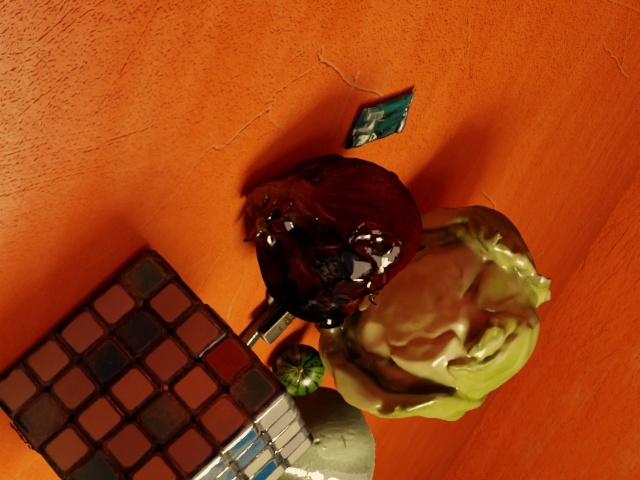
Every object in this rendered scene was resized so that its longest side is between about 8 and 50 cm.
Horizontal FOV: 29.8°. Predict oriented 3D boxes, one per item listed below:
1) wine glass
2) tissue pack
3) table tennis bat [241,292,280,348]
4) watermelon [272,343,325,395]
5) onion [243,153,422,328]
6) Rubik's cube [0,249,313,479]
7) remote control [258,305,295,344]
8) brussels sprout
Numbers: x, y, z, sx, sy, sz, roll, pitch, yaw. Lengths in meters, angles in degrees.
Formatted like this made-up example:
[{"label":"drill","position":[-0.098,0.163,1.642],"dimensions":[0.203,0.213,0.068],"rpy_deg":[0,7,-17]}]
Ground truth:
[{"label":"wine glass","position":[-0.100,0.398,2.158],"dimensions":[0.267,0.267,0.406],"rpy_deg":[-53,154,14]},{"label":"tissue pack","position":[0.097,-0.182,1.838],"dimensions":[0.138,0.028,0.085],"rpy_deg":[-28,151,-46]},{"label":"table tennis bat","position":[-0.054,0.086,2.020],"dimensions":[0.274,0.021,0.154],"rpy_deg":[-50,158,1]},{"label":"watermelon","position":[-0.039,0.233,2.185],"dimensions":[0.109,0.109,0.109],"rpy_deg":[-39,156,-21]},{"label":"onion","position":[0.016,0.004,1.764],"dimensions":[0.280,0.221,0.281],"rpy_deg":[-12,145,-8]},{"label":"Rubik's cube","position":[-0.216,0.240,1.625],"dimensions":[0.293,0.292,0.287],"rpy_deg":[-44,159,-12]},{"label":"remote control","position":[-0.026,0.086,2.012],"dimensions":[0.212,0.028,0.059],"rpy_deg":[-48,154,-10]},{"label":"brussels sprout","position":[0.215,0.147,2.175],"dimensions":[0.425,0.342,0.361],"rpy_deg":[-38,152,6]}]
